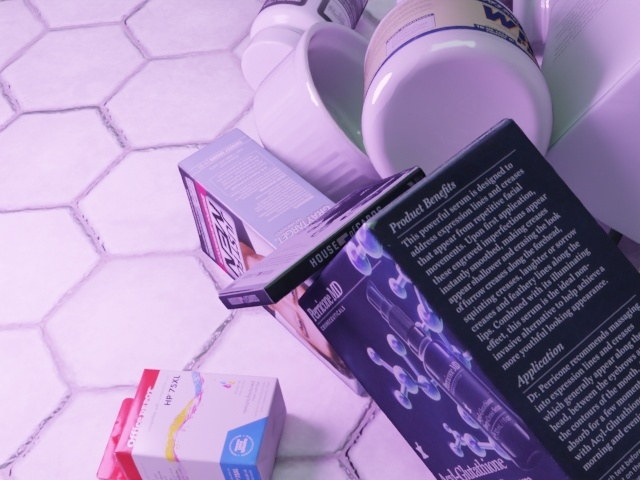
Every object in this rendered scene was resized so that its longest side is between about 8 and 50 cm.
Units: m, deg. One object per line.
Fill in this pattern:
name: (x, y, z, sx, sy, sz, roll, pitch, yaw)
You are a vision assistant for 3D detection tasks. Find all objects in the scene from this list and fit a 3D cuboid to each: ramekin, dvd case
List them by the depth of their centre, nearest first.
dvd case: (0.000, 0.000, 1.293, 0.239, 0.029, 0.179, -38, 8, -20)
ramekin: (0.031, -0.173, 1.624, 0.135, 0.277, 0.277, -34, 36, 33)

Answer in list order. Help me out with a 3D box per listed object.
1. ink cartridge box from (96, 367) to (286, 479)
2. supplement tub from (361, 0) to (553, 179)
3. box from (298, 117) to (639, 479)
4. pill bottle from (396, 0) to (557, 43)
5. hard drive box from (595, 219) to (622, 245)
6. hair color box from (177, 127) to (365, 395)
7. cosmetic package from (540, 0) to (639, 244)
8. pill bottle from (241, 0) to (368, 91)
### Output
ink cartridge box: (-0.171, 0.241, 1.398, 0.231, 0.078, 0.134, 2, 47, 13)
supplement tub: (0.174, -0.203, 1.461, 0.236, 0.235, 0.325, -5, 27, 6)
box: (0.201, 0.122, 1.181, 0.212, 0.293, 0.395, -36, 83, -22)
pill bottle: (0.275, -0.395, 1.859, 0.279, 0.162, 0.162, 0, 47, 11)
hard drive box: (0.297, 0.017, 1.516, 0.181, 0.089, 0.232, 17, 52, 24)
hair color box: (-0.035, 0.021, 1.506, 0.114, 0.185, 0.374, -34, 50, -21)
cosmetic package: (0.511, -0.228, 1.456, 0.329, 0.327, 0.393, 29, 48, -11)
pill bottle: (-0.026, -0.374, 1.896, 0.161, 0.161, 0.283, 9, 49, 18)
